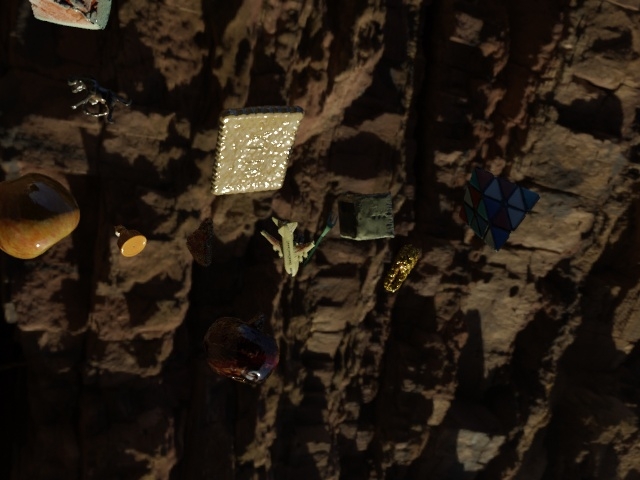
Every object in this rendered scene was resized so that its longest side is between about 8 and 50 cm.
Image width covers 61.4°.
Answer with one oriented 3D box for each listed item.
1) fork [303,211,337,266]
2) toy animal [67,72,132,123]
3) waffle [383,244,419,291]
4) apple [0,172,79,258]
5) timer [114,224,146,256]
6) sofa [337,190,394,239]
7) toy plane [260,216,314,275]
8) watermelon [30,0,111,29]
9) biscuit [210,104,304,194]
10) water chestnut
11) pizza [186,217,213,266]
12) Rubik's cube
[{"bbox_3d":[0.001,0.000,2.034,0.235,0.039,0.021,-60,-163,-8],"label":"fork"},{"bbox_3d":[-0.844,-0.540,2.043,0.148,0.233,0.084,-69,-163,3],"label":"toy animal"},{"bbox_3d":[0.313,0.110,2.102,0.070,0.197,0.193,31,-35,14],"label":"waffle"},{"bbox_3d":[-0.884,-0.086,1.639,0.264,0.265,0.264,-15,-107,63],"label":"apple"},{"bbox_3d":[-0.928,-0.018,2.572,0.152,0.132,0.132,42,-51,24],"label":"timer"},{"bbox_3d":[0.189,-0.110,2.330,0.225,0.176,0.210,-171,-106,-68],"label":"sofa"},{"bbox_3d":[-0.113,0.025,1.999,0.229,0.092,0.244,12,-48,30],"label":"toy plane"},{"bbox_3d":[-0.700,-0.675,1.408,0.262,0.201,0.212,11,-79,25],"label":"watermelon"},{"bbox_3d":[-0.174,-0.233,1.414,0.324,0.217,0.044,113,-35,-55],"label":"biscuit"},{"bbox_3d":[-0.325,0.438,2.288,0.350,0.351,0.302,-19,-137,62],"label":"water chestnut"},{"bbox_3d":[-0.487,-0.006,2.196,0.188,0.062,0.198,37,-66,38],"label":"pizza"},{"bbox_3d":[0.548,-0.053,1.793,0.250,0.284,0.234,-36,-139,48],"label":"Rubik's cube"}]
